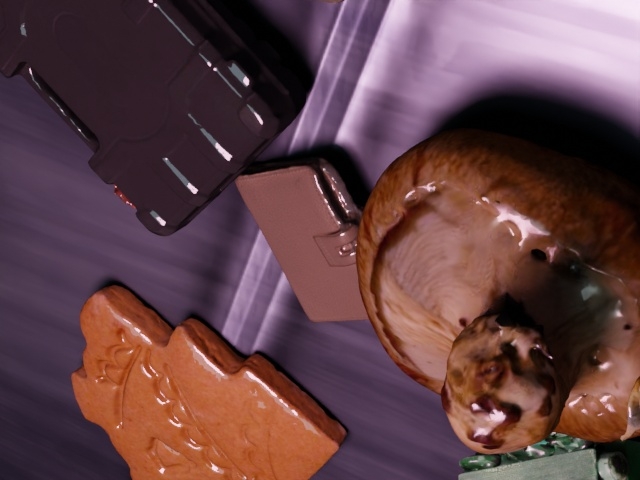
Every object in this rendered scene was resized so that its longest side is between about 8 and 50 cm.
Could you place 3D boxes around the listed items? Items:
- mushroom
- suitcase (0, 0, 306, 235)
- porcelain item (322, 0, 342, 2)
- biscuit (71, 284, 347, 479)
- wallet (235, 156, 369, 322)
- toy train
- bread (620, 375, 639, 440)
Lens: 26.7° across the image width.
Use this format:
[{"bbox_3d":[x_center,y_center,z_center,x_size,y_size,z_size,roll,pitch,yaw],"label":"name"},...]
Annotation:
[{"bbox_3d":[0.133,0.051,0.977,0.267,0.255,0.267,39,141,41],"label":"mushroom"},{"bbox_3d":[-0.163,-0.156,1.083,0.285,0.066,0.206,47,134,-3],"label":"suitcase"},{"bbox_3d":[0.013,-0.204,0.939,0.216,0.069,0.081,-4,132,33],"label":"porcelain item"},{"bbox_3d":[-0.117,0.172,1.321,0.306,0.043,0.283,6,125,29],"label":"biscuit"},{"bbox_3d":[0.000,0.000,1.119,0.118,0.039,0.152,-2,120,49],"label":"wallet"},{"bbox_3d":[0.192,0.200,1.114,0.105,0.071,0.178,13,156,-38],"label":"toy train"},{"bbox_3d":[0.356,0.056,0.784,0.225,0.279,0.250,49,145,34],"label":"bread"}]
